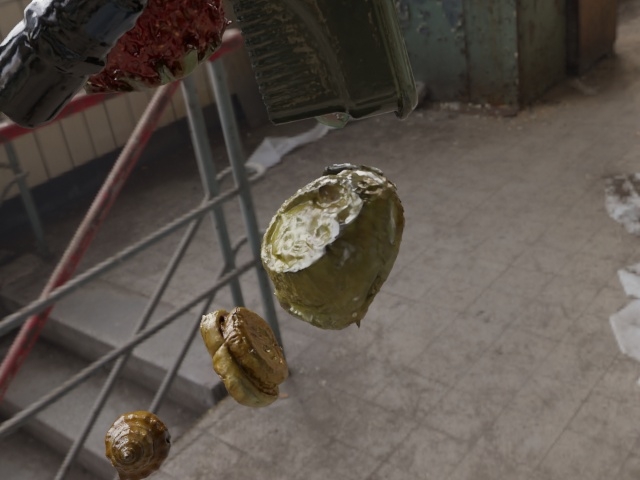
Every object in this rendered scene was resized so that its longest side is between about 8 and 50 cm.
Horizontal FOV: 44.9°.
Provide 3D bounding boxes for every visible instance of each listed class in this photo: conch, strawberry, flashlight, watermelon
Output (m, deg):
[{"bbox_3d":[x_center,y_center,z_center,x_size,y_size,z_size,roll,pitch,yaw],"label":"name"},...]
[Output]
[{"bbox_3d":[-0.284,0.329,1.271,0.093,0.109,0.330,-15,-6,-1],"label":"conch"},{"bbox_3d":[-0.296,-0.395,1.169,0.292,0.343,0.292,-21,18,7],"label":"strawberry"},{"bbox_3d":[-0.200,-0.278,0.790,0.424,0.103,0.103,-39,17,25],"label":"flashlight"},{"bbox_3d":[0.005,-0.245,1.365,0.080,0.101,0.155,-23,54,-41],"label":"watermelon"}]

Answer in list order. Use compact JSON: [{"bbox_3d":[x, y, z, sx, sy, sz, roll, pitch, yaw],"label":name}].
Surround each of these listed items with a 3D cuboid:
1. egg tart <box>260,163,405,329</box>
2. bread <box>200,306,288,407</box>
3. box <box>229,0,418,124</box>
[{"bbox_3d":[0.000,0.000,0.985,0.232,0.098,0.252,-47,39,22],"label":"egg tart"},{"bbox_3d":[-0.165,0.253,1.706,0.120,0.198,0.236,-33,63,11],"label":"bread"},{"bbox_3d":[-0.002,-0.261,0.911,0.178,0.274,0.138,-15,23,6],"label":"box"}]
